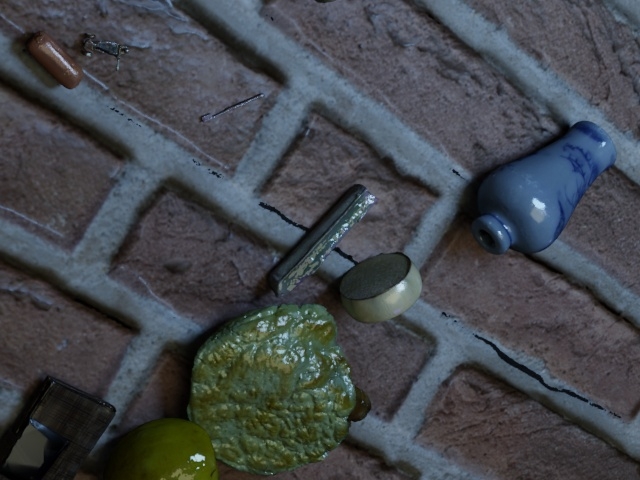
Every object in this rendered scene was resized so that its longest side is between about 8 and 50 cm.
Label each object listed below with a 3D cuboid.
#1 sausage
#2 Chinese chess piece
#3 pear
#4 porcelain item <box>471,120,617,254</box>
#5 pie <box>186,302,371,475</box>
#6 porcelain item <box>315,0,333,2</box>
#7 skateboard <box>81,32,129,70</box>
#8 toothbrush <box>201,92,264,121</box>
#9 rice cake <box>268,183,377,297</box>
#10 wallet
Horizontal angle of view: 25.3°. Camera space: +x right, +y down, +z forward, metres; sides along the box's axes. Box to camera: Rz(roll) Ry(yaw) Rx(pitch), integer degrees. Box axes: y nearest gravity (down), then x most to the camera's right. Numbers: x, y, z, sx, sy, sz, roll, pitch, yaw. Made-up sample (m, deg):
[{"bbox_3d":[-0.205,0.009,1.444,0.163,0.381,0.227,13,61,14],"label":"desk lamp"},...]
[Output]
[{"bbox_3d":[-0.327,-0.223,1.764,0.034,0.034,0.083,-48,125,-7],"label":"sausage"},{"bbox_3d":[0.088,0.069,2.083,0.122,0.122,0.051,-34,118,-16],"label":"Chinese chess piece"},{"bbox_3d":[-0.217,0.322,1.977,0.162,0.149,0.149,-23,121,0],"label":"pear"},{"bbox_3d":[0.338,-0.078,2.178,0.259,0.141,0.141,-41,125,-22],"label":"porcelain item"},{"bbox_3d":[-0.069,0.220,2.059,0.257,0.105,0.274,-28,121,-9],"label":"pie"},{"bbox_3d":[-0.029,-0.411,1.853,0.081,0.069,0.215,-37,126,0],"label":"porcelain item"},{"bbox_3d":[-0.253,-0.233,1.776,0.064,0.083,0.032,5,105,-34],"label":"skateboard"},{"bbox_3d":[-0.118,-0.180,1.927,0.097,0.006,0.008,-25,116,-22],"label":"toothbrush"},{"bbox_3d":[0.000,0.000,2.050,0.206,0.047,0.036,-47,111,-10],"label":"rice cake"},{"bbox_3d":[-0.382,0.302,1.933,0.124,0.042,0.230,32,92,-39],"label":"wallet"}]
